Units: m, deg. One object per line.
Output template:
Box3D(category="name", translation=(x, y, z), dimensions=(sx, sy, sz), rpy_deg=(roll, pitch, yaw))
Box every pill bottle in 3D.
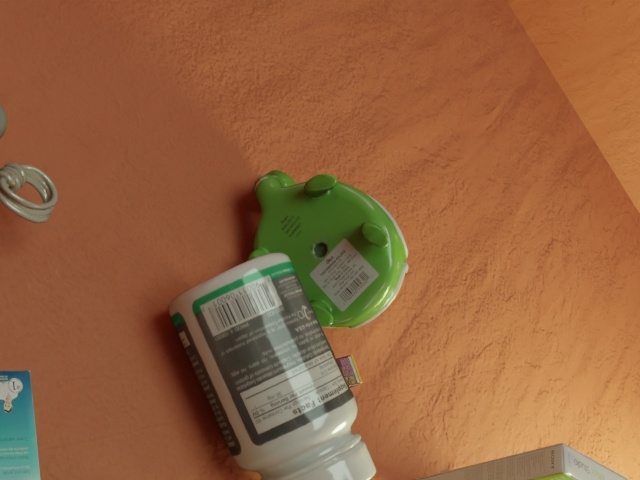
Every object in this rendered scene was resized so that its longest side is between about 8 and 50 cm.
Box3D(category="pill bottle", translation=(-0.069, 0.217, 1.429), dimensions=(0.204, 0.204, 0.361), rpy_deg=(-18, 82, -51))

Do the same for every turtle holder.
Box3D(category="turtle holder", translation=(0.000, 0.020, 1.634), dimensions=(0.227, 0.320, 0.243), rpy_deg=(21, 84, -67))

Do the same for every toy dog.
Box3D(category="toy dog", translation=(-0.513, -0.064, 1.193), dimensions=(0.220, 0.161, 0.333), rpy_deg=(58, 24, 1))

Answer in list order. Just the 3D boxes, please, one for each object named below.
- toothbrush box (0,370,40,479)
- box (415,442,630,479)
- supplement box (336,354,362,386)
Box3D(category="toothbrush box", translation=(-0.397, 0.307, 1.007), dimensions=(0.126, 0.216, 0.296), rpy_deg=(7, 64, -45))
Box3D(category="box", translation=(0.359, 0.446, 1.663), dimensions=(0.232, 0.322, 0.058), rpy_deg=(32, 50, -32))
Box3D(category="supplement box", translation=(0.025, 0.235, 1.648), dimensions=(0.083, 0.043, 0.055), rpy_deg=(-4, 71, -50))
